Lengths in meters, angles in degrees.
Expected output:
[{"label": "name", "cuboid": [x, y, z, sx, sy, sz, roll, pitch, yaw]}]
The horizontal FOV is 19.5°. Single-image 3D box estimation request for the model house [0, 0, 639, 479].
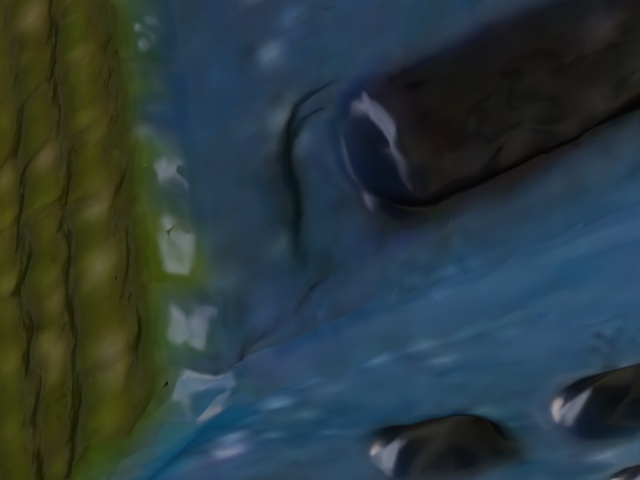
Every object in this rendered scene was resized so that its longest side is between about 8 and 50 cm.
[{"label": "model house", "cuboid": [0.000, 0.000, 0.597, 0.215, 0.303, 0.237, 49, 23, -46]}]
